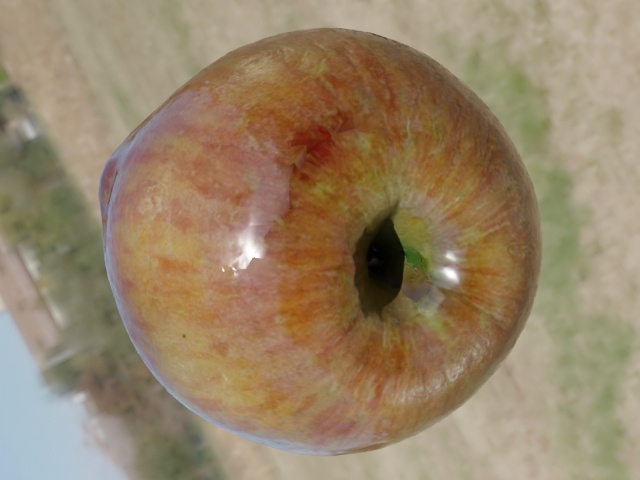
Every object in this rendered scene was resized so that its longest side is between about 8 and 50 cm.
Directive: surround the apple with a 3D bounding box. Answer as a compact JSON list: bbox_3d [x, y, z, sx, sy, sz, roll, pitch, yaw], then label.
[{"bbox_3d":[0.000,0.000,0.883,0.211,0.211,0.188,64,163,-18],"label":"apple"}]
